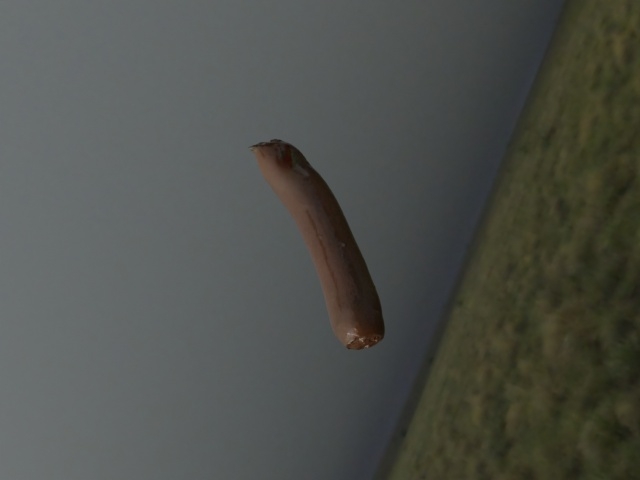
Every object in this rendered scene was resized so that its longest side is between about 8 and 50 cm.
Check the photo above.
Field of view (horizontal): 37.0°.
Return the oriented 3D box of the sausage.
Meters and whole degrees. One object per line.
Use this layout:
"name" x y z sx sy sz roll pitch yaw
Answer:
"sausage" 0.000 -0.001 0.697 0.047 0.177 0.040 -19 -23 -12
